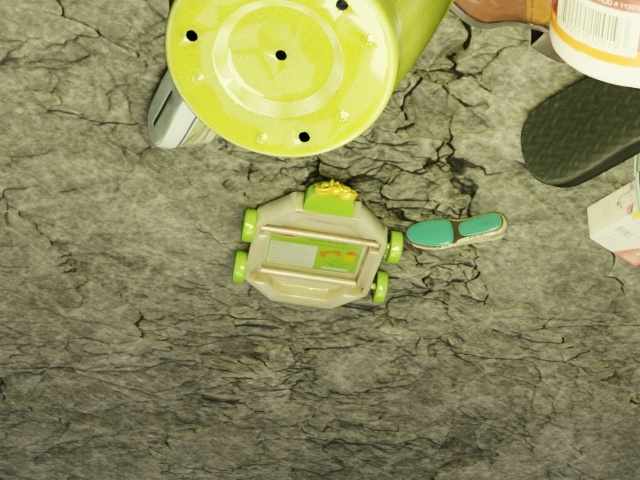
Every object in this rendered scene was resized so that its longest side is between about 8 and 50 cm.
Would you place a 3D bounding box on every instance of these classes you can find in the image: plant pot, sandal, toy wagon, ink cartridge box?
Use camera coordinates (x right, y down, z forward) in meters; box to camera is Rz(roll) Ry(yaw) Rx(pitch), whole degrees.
[{"bbox_3d":[-0.018,-0.281,1.340,0.367,0.353,0.366,5,126,7],"label":"plant pot"},{"bbox_3d":[0.479,-0.200,1.667,0.107,0.167,0.446,6,160,-45],"label":"sandal"},{"bbox_3d":[0.000,0.000,2.018,0.267,0.068,0.344,8,142,-7],"label":"toy wagon"},{"bbox_3d":[0.534,-0.048,1.908,0.115,0.067,0.198,28,138,-29],"label":"ink cartridge box"}]

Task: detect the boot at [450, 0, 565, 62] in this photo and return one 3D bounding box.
[{"bbox_3d":[0.303,-0.363,1.496,0.264,0.096,0.280,26,135,-19],"label":"boot"}]

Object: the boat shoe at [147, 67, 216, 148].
[{"bbox_3d":[-0.154,-0.235,1.713,0.094,0.109,0.302,-4,154,-33],"label":"boat shoe"}]

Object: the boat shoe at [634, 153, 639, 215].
[{"bbox_3d":[0.497,-0.113,1.761,0.079,0.081,0.227,4,122,22],"label":"boat shoe"}]

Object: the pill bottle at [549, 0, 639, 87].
[{"bbox_3d":[0.375,-0.383,1.310,0.224,0.224,0.392,1,128,3],"label":"pill bottle"}]

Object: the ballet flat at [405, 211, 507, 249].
[{"bbox_3d":[0.226,-0.007,2.000,0.168,0.057,0.052,-7,151,14],"label":"ballet flat"}]
